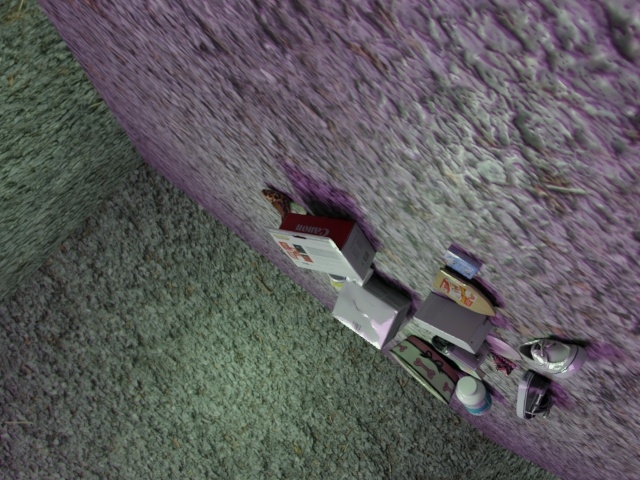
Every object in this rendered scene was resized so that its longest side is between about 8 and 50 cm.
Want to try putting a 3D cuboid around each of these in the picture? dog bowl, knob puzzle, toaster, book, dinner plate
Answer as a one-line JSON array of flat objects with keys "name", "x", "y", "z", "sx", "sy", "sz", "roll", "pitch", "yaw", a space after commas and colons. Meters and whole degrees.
[{"name": "dog bowl", "x": 0.572, "y": 0.687, "z": 2.319, "sx": 0.408, "sy": 0.150, "sz": 0.408, "roll": 42, "pitch": 172, "yaw": 8}, {"name": "knob puzzle", "x": 0.428, "y": 0.153, "z": 1.252, "sx": 0.213, "sy": 0.030, "sz": 0.213, "roll": 37, "pitch": 166, "yaw": 11}, {"name": "toaster", "x": 0.516, "y": 0.389, "z": 1.590, "sx": 0.147, "sy": 0.129, "sz": 0.227, "roll": 37, "pitch": 175, "yaw": -4}, {"name": "book", "x": 0.699, "y": 0.597, "z": 2.033, "sx": 0.096, "sy": 0.035, "sz": 0.144, "roll": 47, "pitch": 167, "yaw": -16}, {"name": "dinner plate", "x": 0.632, "y": 0.379, "z": 1.502, "sx": 0.141, "sy": 0.017, "sz": 0.141, "roll": 35, "pitch": 165, "yaw": 11}]

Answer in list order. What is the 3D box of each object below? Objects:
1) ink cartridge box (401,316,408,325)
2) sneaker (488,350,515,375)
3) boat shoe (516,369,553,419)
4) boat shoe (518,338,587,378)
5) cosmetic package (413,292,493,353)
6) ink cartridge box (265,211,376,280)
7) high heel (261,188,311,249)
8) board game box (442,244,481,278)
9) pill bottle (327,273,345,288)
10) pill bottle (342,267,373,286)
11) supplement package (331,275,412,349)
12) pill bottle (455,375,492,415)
[{"name": "ink cartridge box", "x": 0.306, "y": 0.304, "z": 2.021, "sx": 0.261, "sy": 0.066, "sz": 0.296, "roll": 61, "pitch": 174, "yaw": 18}, {"name": "sneaker", "x": 0.660, "y": 0.456, "z": 1.595, "sx": 0.119, "sy": 0.057, "sz": 0.047, "roll": 33, "pitch": 168, "yaw": 29}, {"name": "boat shoe", "x": 0.790, "y": 0.583, "z": 1.563, "sx": 0.105, "sy": 0.113, "sz": 0.306, "roll": 20, "pitch": 143, "yaw": 38}, {"name": "boat shoe", "x": 0.610, "y": 0.309, "z": 1.149, "sx": 0.084, "sy": 0.095, "sz": 0.258, "roll": 32, "pitch": 165, "yaw": 10}, {"name": "cosmetic package", "x": 0.440, "y": 0.272, "z": 1.438, "sx": 0.231, "sy": 0.117, "sz": 0.085, "roll": 24, "pitch": 161, "yaw": 52}, {"name": "ink cartridge box", "x": 0.000, "y": 0.000, "z": 1.533, "sx": 0.310, "sy": 0.130, "sz": 0.271, "roll": 10, "pitch": 152, "yaw": 36}, {"name": "high heel", "x": -0.181, "y": -0.089, "z": 1.727, "sx": 0.261, "sy": 0.186, "sz": 0.093, "roll": 35, "pitch": 167, "yaw": 16}, {"name": "board game box", "x": 0.367, "y": 0.058, "z": 1.119, "sx": 0.090, "sy": 0.020, "sz": 0.090, "roll": 34, "pitch": 165, "yaw": 18}, {"name": "pill bottle", "x": 0.094, "y": 0.159, "z": 1.981, "sx": 0.119, "sy": 0.119, "sz": 0.208, "roll": 35, "pitch": 166, "yaw": 16}, {"name": "pill bottle", "x": 0.116, "y": 0.103, "z": 1.744, "sx": 0.187, "sy": 0.112, "sz": 0.112, "roll": 35, "pitch": 166, "yaw": 18}, {"name": "supplement package", "x": 0.215, "y": 0.287, "z": 1.814, "sx": 0.262, "sy": 0.203, "sz": 0.145, "roll": 32, "pitch": -152, "yaw": 27}, {"name": "pill bottle", "x": 0.779, "y": 0.786, "z": 2.189, "sx": 0.146, "sy": 0.146, "sz": 0.264, "roll": 26, "pitch": 161, "yaw": 44}]
